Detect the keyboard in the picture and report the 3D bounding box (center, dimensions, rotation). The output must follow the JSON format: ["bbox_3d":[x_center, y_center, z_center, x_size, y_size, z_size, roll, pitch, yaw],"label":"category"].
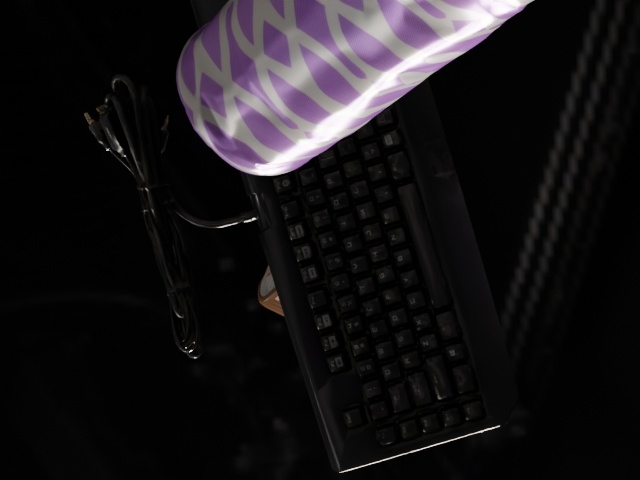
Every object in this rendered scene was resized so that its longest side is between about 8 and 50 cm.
[{"bbox_3d":[-0.021,-0.021,1.160,0.033,0.201,0.317,-13,86,-81],"label":"keyboard"}]

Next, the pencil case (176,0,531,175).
[{"bbox_3d":[0.022,-0.102,0.841,0.086,0.088,0.206,53,-43,-6],"label":"pencil case"}]

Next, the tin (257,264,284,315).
[{"bbox_3d":[0.000,0.000,1.603,0.106,0.040,0.189,-66,-168,-24],"label":"tin"}]
